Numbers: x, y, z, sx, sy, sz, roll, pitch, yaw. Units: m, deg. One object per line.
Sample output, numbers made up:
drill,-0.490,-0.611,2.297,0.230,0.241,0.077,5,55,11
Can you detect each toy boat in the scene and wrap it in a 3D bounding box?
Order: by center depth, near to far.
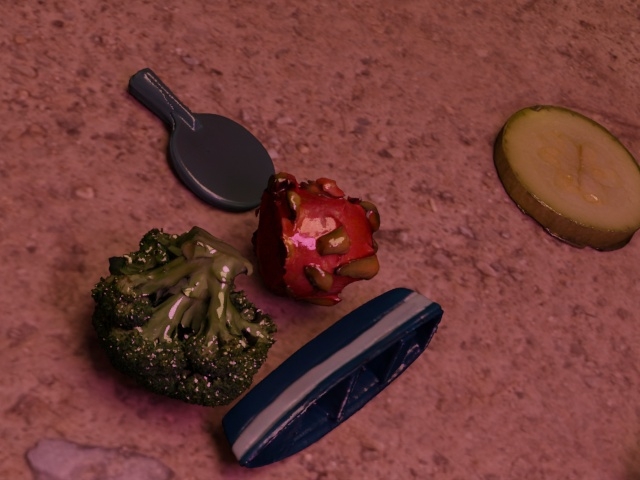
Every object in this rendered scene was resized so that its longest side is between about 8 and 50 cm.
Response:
toy boat,0.009,0.136,1.497,0.062,0.096,0.299,40,45,19

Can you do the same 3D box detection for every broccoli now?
broccoli,-0.126,0.068,1.432,0.195,0.156,0.195,26,12,-6

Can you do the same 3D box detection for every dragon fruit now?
dragon fruit,0.000,0.000,1.579,0.208,0.150,0.133,3,94,-60

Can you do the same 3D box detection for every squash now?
squash,0.318,-0.086,1.910,0.219,0.041,0.219,17,47,-19

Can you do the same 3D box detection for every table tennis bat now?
table tennis bat,-0.132,-0.113,1.659,0.201,0.033,0.124,44,42,4
